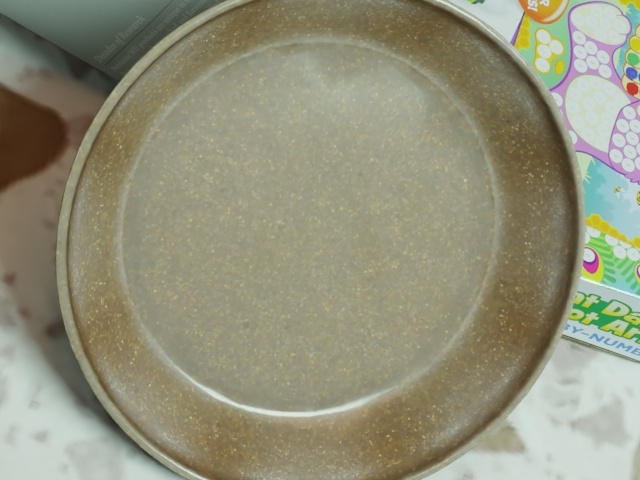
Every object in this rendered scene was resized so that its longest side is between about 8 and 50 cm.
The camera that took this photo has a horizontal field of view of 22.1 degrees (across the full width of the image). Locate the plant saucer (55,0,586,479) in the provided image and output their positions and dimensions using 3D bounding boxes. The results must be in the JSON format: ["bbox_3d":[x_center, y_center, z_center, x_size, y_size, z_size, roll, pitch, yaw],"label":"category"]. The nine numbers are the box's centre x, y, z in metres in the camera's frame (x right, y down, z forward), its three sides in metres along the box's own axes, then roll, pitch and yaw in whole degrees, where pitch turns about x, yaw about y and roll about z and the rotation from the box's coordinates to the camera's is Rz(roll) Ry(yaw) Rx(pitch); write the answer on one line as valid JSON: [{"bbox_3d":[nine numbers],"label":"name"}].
[{"bbox_3d":[0.000,0.000,0.607,0.199,0.036,0.198,-4,106,-14],"label":"plant saucer"}]

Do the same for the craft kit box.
[{"bbox_3d":[0.144,-0.064,0.743,0.247,0.061,0.249,20,57,-13],"label":"craft kit box"}]

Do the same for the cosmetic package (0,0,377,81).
[{"bbox_3d":[-0.084,-0.150,0.641,0.238,0.107,0.127,29,57,-18],"label":"cosmetic package"}]
